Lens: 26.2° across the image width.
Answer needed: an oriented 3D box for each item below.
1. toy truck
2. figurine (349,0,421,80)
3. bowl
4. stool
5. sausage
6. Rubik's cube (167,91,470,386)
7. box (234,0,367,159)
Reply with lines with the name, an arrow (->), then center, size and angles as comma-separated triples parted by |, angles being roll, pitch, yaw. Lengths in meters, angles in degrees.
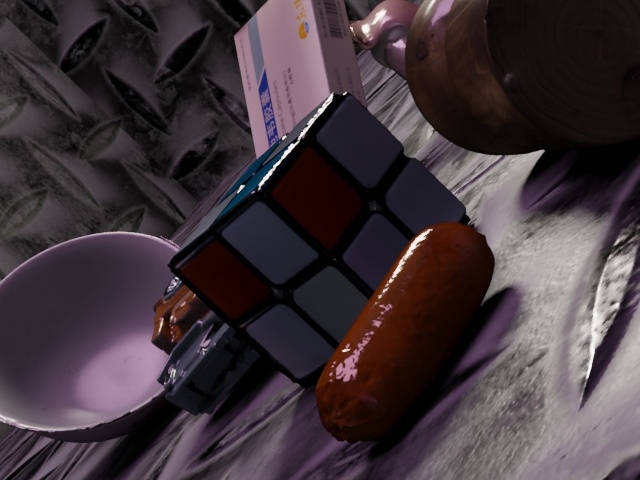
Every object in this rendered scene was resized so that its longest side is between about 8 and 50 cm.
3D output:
toy truck -> -0.048, 0.040, 1.515 | 0.338, 0.133, 0.184 | -45, 18, 24
figurine -> 0.213, -0.354, 1.837 | 0.361, 0.211, 0.253 | -47, 30, 18
bowl -> -0.299, 0.162, 1.876 | 0.345, 0.346, 0.157 | -50, -35, -29
stool -> 0.185, -0.162, 1.141 | 0.179, 0.179, 0.264 | -46, 9, -5
sausage -> 0.062, 0.067, 1.004 | 0.197, 0.076, 0.076 | -52, 10, -32
Rubik's cube -> 0.000, 0.000, 1.271 | 0.183, 0.180, 0.167 | -34, 15, 48
box -> -0.020, -0.174, 1.848 | 0.065, 0.343, 0.200 | 3, -24, -33
